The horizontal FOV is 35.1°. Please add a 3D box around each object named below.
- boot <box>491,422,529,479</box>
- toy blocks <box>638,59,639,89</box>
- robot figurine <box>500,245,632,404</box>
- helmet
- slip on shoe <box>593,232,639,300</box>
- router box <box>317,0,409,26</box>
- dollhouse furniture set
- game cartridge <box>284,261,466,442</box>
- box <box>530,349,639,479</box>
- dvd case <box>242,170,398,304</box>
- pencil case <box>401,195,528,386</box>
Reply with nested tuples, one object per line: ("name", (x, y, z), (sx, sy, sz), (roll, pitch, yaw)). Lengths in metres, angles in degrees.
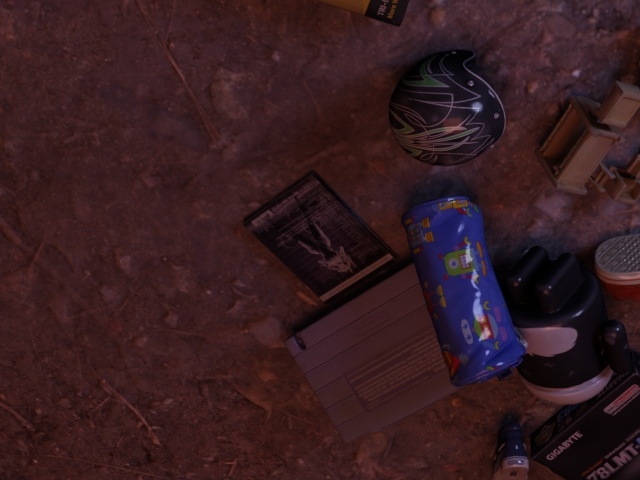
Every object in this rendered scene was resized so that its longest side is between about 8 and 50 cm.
("boot", (0.368, 0.416, 1.954), (0.069, 0.086, 0.190), (0, 154, 0))
("toy blocks", (0.519, -0.237, 1.449), (0.123, 0.054, 0.148), (-2, 126, 11))
("robot figurine", (0.394, 0.143, 1.680), (0.173, 0.209, 0.278), (-21, 122, 4))
("helmet", (0.183, -0.187, 1.473), (0.169, 0.162, 0.170), (4, 127, 6))
("slip on shoe", (0.608, 0.043, 1.611), (0.331, 0.123, 0.101), (-5, 139, 17))
("router box", (0.041, -0.467, 1.340), (0.242, 0.081, 0.309), (16, 127, -3))
("dollhouse furniture set", (0.442, -0.163, 1.512), (0.160, 0.101, 0.182), (9, 130, -25))
("game cartridge", (0.129, 0.190, 1.766), (0.355, 0.068, 0.230), (-33, 91, 28))
("box", (0.595, 0.373, 1.879), (0.293, 0.073, 0.295), (30, 124, -14))
("dvd case", (0.000, 0.000, 1.731), (0.164, 0.018, 0.221), (-34, 114, 27))
("pencil case", (0.228, 0.078, 1.597), (0.133, 0.119, 0.306), (-18, 81, 2))
